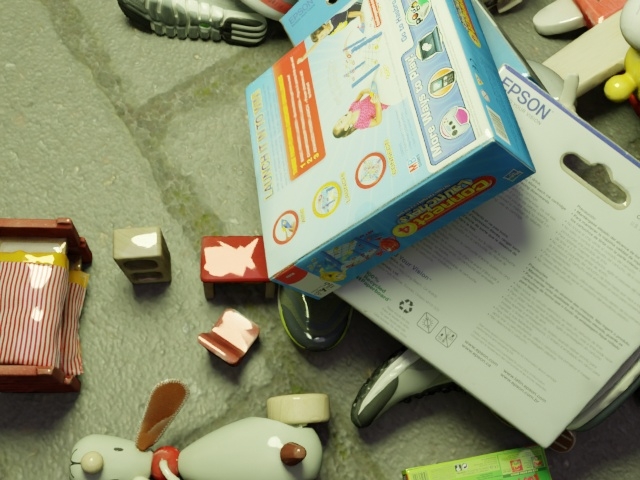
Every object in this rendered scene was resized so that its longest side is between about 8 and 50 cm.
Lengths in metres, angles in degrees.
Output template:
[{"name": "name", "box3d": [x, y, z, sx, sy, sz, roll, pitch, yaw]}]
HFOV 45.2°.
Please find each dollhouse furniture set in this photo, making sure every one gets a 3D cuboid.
[{"name": "dollhouse furniture set", "box3d": [-0.242, 0.083, 0.983, 0.374, 0.152, 0.201, -1, 71, -3]}]

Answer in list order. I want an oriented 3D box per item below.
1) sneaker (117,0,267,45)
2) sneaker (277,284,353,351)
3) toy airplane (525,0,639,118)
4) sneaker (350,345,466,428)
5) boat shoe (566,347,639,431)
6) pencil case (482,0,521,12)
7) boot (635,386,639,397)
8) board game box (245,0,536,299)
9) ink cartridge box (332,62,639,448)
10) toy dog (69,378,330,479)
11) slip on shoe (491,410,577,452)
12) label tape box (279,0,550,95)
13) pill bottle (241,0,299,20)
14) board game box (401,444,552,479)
[{"name": "sneaker", "box3d": [-0.191, -0.385, 1.192, 0.229, 0.086, 0.132, 11, 66, -10]}, {"name": "sneaker", "box3d": [0.000, 0.000, 1.040, 0.111, 0.121, 0.299, 3, 70, -1]}, {"name": "toy airplane", "box3d": [0.456, -0.289, 1.082, 0.384, 0.272, 0.386, 15, 84, 23]}, {"name": "sneaker", "box3d": [0.157, 0.167, 1.006, 0.272, 0.100, 0.108, -32, 81, -13]}, {"name": "boat shoe", "box3d": [0.417, 0.122, 0.952, 0.099, 0.116, 0.319, 33, 98, -17]}, {"name": "pencil case", "box3d": [0.163, -0.531, 1.206, 0.183, 0.160, 0.410, -17, 70, -53]}, {"name": "boot", "box3d": [0.446, 0.073, 1.055, 0.263, 0.091, 0.229, -40, 78, -13]}, {"name": "board game box", "box3d": [0.057, -0.135, 0.890, 0.302, 0.086, 0.308, -32, 50, 31]}, {"name": "ink cartridge box", "box3d": [0.237, 0.023, 0.901, 0.324, 0.071, 0.330, 37, 101, 0]}, {"name": "toy dog", "box3d": [-0.132, 0.269, 0.920, 0.334, 0.161, 0.220, -22, 73, -10]}, {"name": "slip on shoe", "box3d": [0.279, 0.229, 1.021, 0.135, 0.041, 0.051, 30, 107, 23]}, {"name": "label tape box", "box3d": [0.118, -0.244, 1.033, 0.241, 0.106, 0.333, -38, 61, 23]}, {"name": "pill bottle", "box3d": [0.006, -0.503, 1.075, 0.363, 0.210, 0.210, -39, 72, 31]}, {"name": "board game box", "box3d": [0.203, 0.323, 0.981, 0.181, 0.043, 0.092, -9, 72, -6]}]
